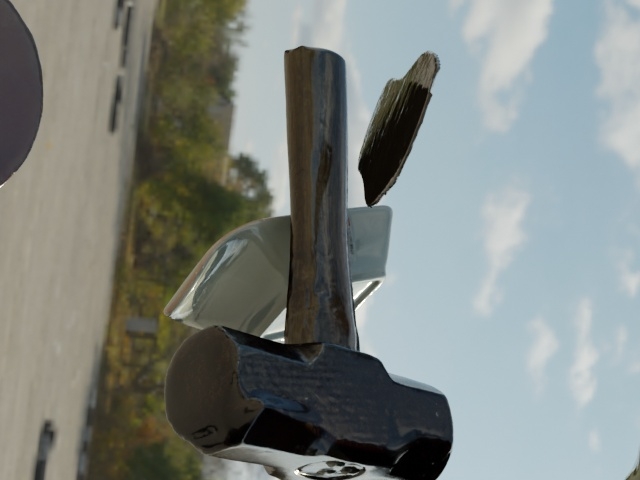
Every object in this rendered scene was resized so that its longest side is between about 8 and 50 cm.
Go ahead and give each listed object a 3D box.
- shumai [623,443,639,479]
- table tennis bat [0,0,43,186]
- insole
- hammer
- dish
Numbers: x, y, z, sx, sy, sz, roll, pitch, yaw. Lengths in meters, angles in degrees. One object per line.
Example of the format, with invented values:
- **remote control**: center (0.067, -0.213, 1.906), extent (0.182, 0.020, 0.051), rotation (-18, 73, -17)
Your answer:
- **shumai**: center (0.230, 0.285, 0.846), extent (0.348, 0.395, 0.395), rotation (-53, -158, 22)
- **table tennis bat**: center (-0.250, -0.064, 0.550), extent (0.022, 0.234, 0.131), rotation (-149, -129, -63)
- **insole**: center (0.049, -0.081, 0.833), extent (0.328, 0.007, 0.111), rotation (-109, -140, -83)
- **hammer**: center (0.000, 0.000, 0.965), extent (0.095, 0.242, 0.409), rotation (-25, -126, 40)
- **dish**: center (-0.033, 0.044, 1.070), extent (0.154, 0.234, 0.064), rotation (-49, -119, 37)
